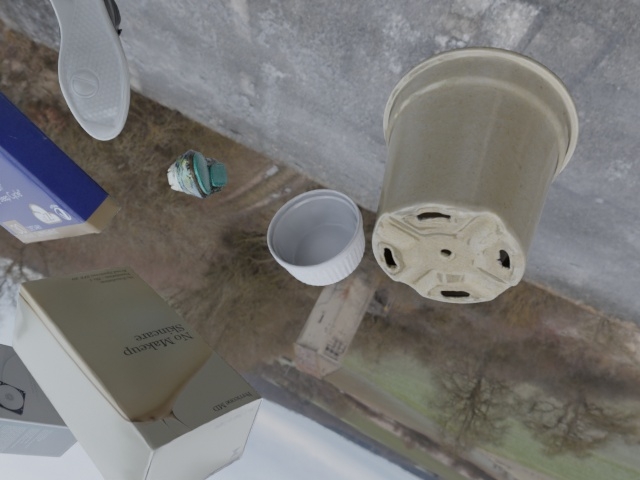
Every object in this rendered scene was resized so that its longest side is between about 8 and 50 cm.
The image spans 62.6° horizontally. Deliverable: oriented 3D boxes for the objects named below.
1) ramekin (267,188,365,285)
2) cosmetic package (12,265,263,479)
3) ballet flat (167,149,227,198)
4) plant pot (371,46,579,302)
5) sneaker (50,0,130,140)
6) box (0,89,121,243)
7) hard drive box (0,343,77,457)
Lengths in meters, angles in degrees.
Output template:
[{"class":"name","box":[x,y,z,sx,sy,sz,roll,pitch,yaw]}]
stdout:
[{"class":"ramekin","box":[0.000,0.000,1.143,0.207,0.207,0.109,17,154,31]},{"class":"cosmetic package","box":[-0.239,0.165,0.663,0.309,0.113,0.160,33,-154,30]},{"class":"ballet flat","box":[-0.182,-0.089,0.749,0.070,0.070,0.188,28,-178,1]},{"class":"plant pot","box":[0.229,-0.081,0.848,0.334,0.305,0.333,14,143,11]},{"class":"sneaker","box":[-0.358,-0.305,0.850,0.105,0.295,0.147,-13,-174,-4]},{"class":"box","box":[-0.265,-0.085,0.376,0.137,0.036,0.225,-5,134,41]},{"class":"hard drive box","box":[-0.568,0.290,0.968,0.181,0.089,0.232,51,-174,36]}]
